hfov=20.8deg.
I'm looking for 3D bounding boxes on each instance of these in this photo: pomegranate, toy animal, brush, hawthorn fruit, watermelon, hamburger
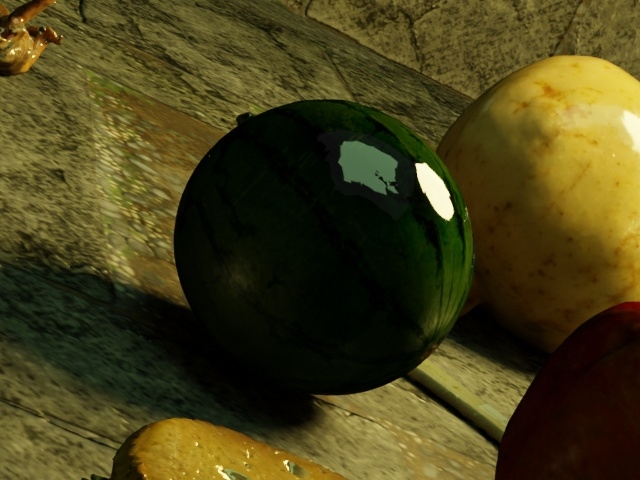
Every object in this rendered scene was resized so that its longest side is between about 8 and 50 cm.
[{"bbox_3d":[0.254,-0.021,1.898,0.342,0.342,0.342,27,14,-7],"label":"pomegranate"},{"bbox_3d":[-0.372,-0.249,1.896,0.116,0.114,0.255,-33,45,-25],"label":"toy animal"},{"bbox_3d":[0.149,0.158,1.571,0.336,0.020,0.085,35,15,25],"label":"brush"},{"bbox_3d":[0.248,0.148,1.288,0.224,0.261,0.224,14,18,-5],"label":"hawthorn fruit"},{"bbox_3d":[0.003,0.004,1.385,0.242,0.242,0.242,27,14,-7],"label":"watermelon"},{"bbox_3d":[-0.051,0.179,0.900,0.182,0.118,0.191,29,10,16],"label":"hamburger"}]
